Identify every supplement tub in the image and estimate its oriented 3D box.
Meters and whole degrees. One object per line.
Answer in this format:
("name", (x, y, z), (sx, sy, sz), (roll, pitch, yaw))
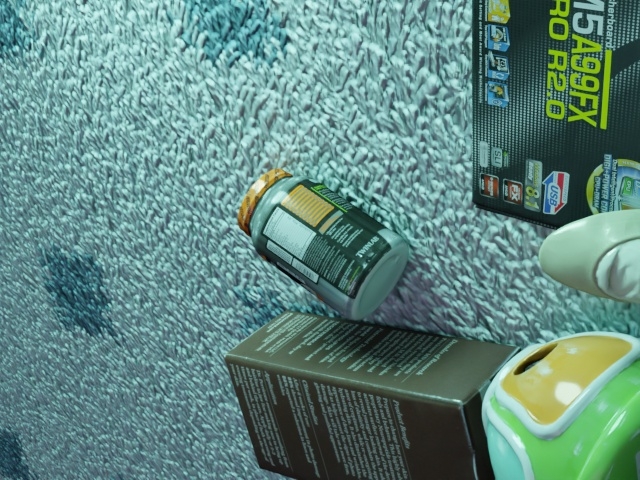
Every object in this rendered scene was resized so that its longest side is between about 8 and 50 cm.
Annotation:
("supplement tub", (0.000, 0.000, 1.230), (0.190, 0.117, 0.117), (35, 136, 23))

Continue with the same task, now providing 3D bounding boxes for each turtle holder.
("turtle holder", (0.300, 0.226, 1.043), (0.227, 0.243, 0.320), (31, 176, 46))

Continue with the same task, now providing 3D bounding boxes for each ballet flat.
("ballet flat", (0.315, 0.018, 0.887), (0.248, 0.086, 0.086), (-5, 117, 12))

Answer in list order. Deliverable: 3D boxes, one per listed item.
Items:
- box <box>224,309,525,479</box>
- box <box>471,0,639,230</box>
("box", (0.073, 0.215, 1.291), (0.381, 0.143, 0.191), (7, 120, 43))
("box", (0.245, -0.133, 0.948), (0.216, 0.060, 0.270), (20, 129, 34))
